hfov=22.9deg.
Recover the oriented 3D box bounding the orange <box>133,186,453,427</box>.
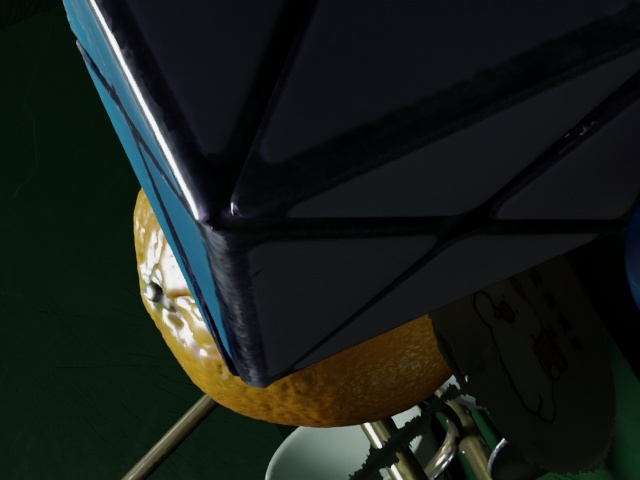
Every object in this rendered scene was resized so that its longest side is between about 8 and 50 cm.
[{"bbox_3d":[0.000,0.000,1.065,0.264,0.264,0.264,156,90,-80],"label":"orange"}]

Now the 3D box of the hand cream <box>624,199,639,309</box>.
[{"bbox_3d":[0.224,0.049,0.652,0.270,0.061,0.120,37,152,61],"label":"hand cream"}]

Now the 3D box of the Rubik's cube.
[{"bbox_3d":[0.014,-0.112,0.783,0.259,0.255,0.260,61,169,21],"label":"Rubik's cube"}]

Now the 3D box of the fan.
[{"bbox_3d":[0.091,0.072,0.898,0.190,0.009,0.329,60,-145,0],"label":"fan"}]

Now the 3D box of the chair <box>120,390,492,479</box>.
[{"bbox_3d":[0.017,0.282,1.258,0.410,0.362,0.365,46,-176,39],"label":"chair"}]

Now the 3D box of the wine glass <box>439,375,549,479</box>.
[{"bbox_3d":[0.115,0.078,1.180,0.202,0.093,0.093,58,167,34],"label":"wine glass"}]

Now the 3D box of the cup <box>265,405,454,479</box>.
[{"bbox_3d":[0.077,0.291,1.750,0.234,0.186,0.258,62,-157,-27],"label":"cup"}]
